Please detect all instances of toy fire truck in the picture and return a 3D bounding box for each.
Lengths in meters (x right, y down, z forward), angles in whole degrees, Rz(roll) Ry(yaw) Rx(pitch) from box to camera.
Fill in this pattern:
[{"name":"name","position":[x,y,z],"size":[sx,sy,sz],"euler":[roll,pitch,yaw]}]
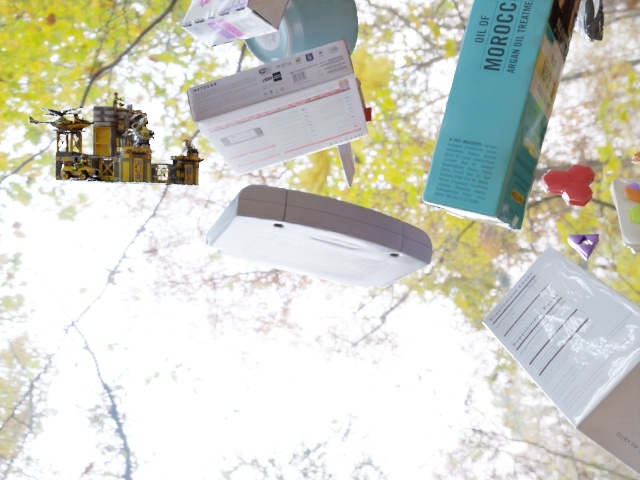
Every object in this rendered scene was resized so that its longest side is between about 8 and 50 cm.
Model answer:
[{"name":"toy fire truck","position":[0.075,-0.419,1.804],"size":[0.135,0.047,0.191],"euler":[-7,-88,-42]}]

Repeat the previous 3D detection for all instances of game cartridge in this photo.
[{"name":"game cartridge","position":[0.000,0.000,0.951],"size":[0.297,0.198,0.062],"euler":[14,-117,-20]}]

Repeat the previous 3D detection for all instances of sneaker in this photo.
[{"name":"sneaker","position":[0.519,-0.485,1.363],"size":[0.271,0.108,0.100],"euler":[-90,-16,-48]}]

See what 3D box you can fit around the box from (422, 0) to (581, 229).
[{"name":"box","position":[0.151,-0.135,0.512],"size":[0.100,0.060,0.244],"euler":[10,-85,-63]}]

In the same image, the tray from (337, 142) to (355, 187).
[{"name":"tray","position":[0.065,-0.291,1.845],"size":[0.145,0.030,0.270],"euler":[70,-169,-51]}]

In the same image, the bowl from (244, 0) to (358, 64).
[{"name":"bowl","position":[-0.078,-0.524,1.553],"size":[0.163,0.312,0.311],"euler":[-37,-63,-34]}]

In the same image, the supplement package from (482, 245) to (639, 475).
[{"name":"supplement package","position":[0.316,0.128,0.747],"size":[0.139,0.244,0.133],"euler":[36,-80,-18]}]

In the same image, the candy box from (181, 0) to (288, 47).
[{"name":"candy box","position":[-0.127,-0.418,1.075],"size":[0.070,0.196,0.164],"euler":[26,-103,-40]}]

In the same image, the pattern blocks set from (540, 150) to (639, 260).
[{"name":"pattern blocks set","position":[0.515,-0.042,0.941],"size":[0.026,0.325,0.285],"euler":[77,-176,-48]}]

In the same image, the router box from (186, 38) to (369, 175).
[{"name":"router box","position":[-0.078,-0.275,1.424],"size":[0.301,0.336,0.082],"euler":[59,-164,-72]}]

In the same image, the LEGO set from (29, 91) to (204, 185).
[{"name":"LEGO set","position":[-0.388,-0.211,1.326],"size":[0.331,0.255,0.192],"euler":[-9,-79,-69]}]
